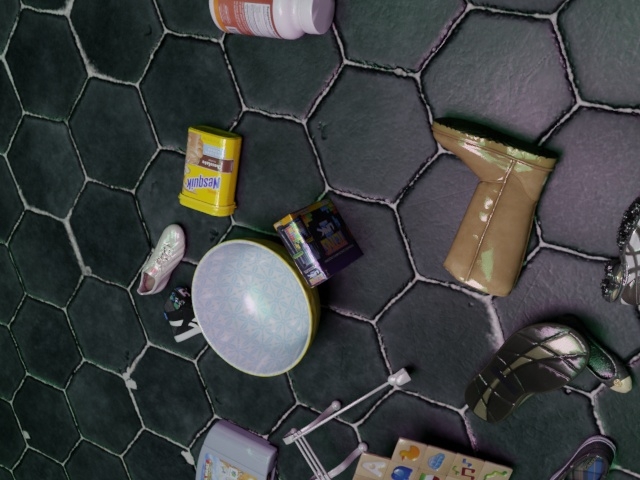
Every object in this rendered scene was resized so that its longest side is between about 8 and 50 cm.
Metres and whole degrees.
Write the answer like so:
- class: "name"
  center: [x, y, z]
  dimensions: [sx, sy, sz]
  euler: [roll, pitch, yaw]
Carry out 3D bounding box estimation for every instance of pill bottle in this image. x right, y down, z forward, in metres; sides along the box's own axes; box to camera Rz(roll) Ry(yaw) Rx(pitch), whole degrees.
- class: "pill bottle"
  center: [-0.089, -0.442, 1.361]
  dimensions: [0.216, 0.121, 0.121]
  euler: [13, 111, 25]

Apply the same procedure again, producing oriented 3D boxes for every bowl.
- class: "bowl"
  center: [-0.108, 0.120, 1.518]
  dimensions: [0.290, 0.156, 0.289]
  euler: [8, 108, 27]

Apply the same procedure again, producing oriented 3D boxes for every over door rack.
- class: "over door rack"
  center: [0.116, 0.435, 1.528]
  dimensions: [0.324, 0.108, 0.239]
  euler: [-33, 89, 19]

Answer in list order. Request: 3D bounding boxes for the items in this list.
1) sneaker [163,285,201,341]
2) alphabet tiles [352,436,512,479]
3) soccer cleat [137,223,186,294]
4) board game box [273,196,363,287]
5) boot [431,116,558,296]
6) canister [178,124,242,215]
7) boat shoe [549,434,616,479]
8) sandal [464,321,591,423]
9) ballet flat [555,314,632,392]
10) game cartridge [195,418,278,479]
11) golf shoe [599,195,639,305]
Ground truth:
- class: "sneaker"
  center: [-0.286, 0.150, 1.670]
  dimensions: [0.217, 0.079, 0.121]
  euler: [-27, 92, 34]
- class: "alphabet tiles"
  center: [0.225, 0.533, 1.461]
  dimensions: [0.343, 0.011, 0.285]
  euler: [16, 115, -1]
- class: "soccer cleat"
  center: [-0.368, 0.050, 1.689]
  dimensions: [0.068, 0.076, 0.196]
  euler: [36, 118, 16]
- class: "board game box"
  center: [0.000, 0.000, 1.414]
  dimensions: [0.048, 0.170, 0.141]
  euler: [-33, 88, 31]
- class: "boot"
  center: [0.271, -0.060, 1.295]
  dimensions: [0.236, 0.089, 0.269]
  euler: [26, 117, 21]
- class: "canister"
  center: [-0.235, -0.151, 1.558]
  dimensions: [0.126, 0.073, 0.169]
  euler: [18, 111, 23]
- class: "boat shoe"
  center: [0.471, 0.462, 1.343]
  dimensions: [0.080, 0.076, 0.228]
  euler: [35, 118, 16]
- class: "sandal"
  center: [0.373, 0.233, 1.333]
  dimensions: [0.120, 0.086, 0.302]
  euler: [55, 140, 15]
- class: "ballet flat"
  center: [0.476, 0.203, 1.279]
  dimensions: [0.173, 0.049, 0.057]
  euler: [46, 119, 10]
- class: "game cartridge"
  center: [-0.213, 0.594, 1.780]
  dimensions: [0.198, 0.062, 0.297]
  euler: [17, 112, 19]
- class: "golf shoe"
  center: [0.529, 0.017, 1.189]
  dimensions: [0.094, 0.077, 0.198]
  euler: [14, 118, 14]
